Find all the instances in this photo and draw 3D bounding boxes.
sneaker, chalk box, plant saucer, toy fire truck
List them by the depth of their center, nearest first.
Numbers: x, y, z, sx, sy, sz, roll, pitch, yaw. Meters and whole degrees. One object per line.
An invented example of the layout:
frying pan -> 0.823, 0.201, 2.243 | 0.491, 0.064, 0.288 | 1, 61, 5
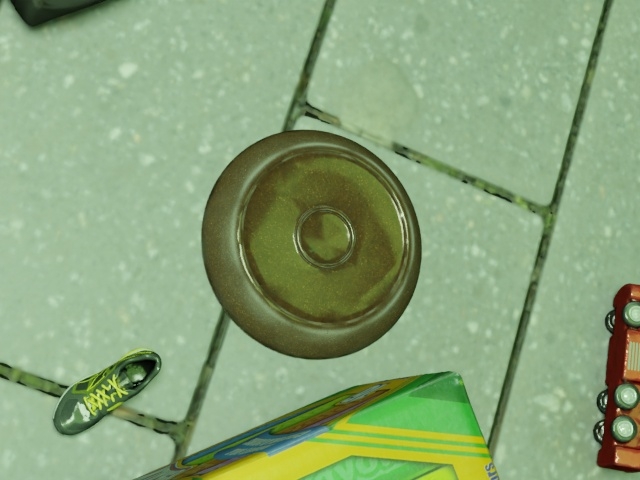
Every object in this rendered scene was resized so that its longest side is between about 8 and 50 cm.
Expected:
chalk box -> -0.039, 0.216, 0.746 | 0.288, 0.179, 0.180 | -22, 88, -22
sneaker -> -0.139, 0.096, 0.808 | 0.083, 0.035, 0.031 | -38, 94, -21
plant saucer -> 0.000, 0.000, 0.878 | 0.168, 0.029, 0.169 | 3, 81, -19
toy fire truck -> 0.279, 0.135, 0.927 | 0.135, 0.047, 0.192 | 10, 77, -4

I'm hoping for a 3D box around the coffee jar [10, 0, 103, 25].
coffee jar -> -0.193, -0.241, 0.823 | 0.096, 0.079, 0.184 | -26, 90, -21
